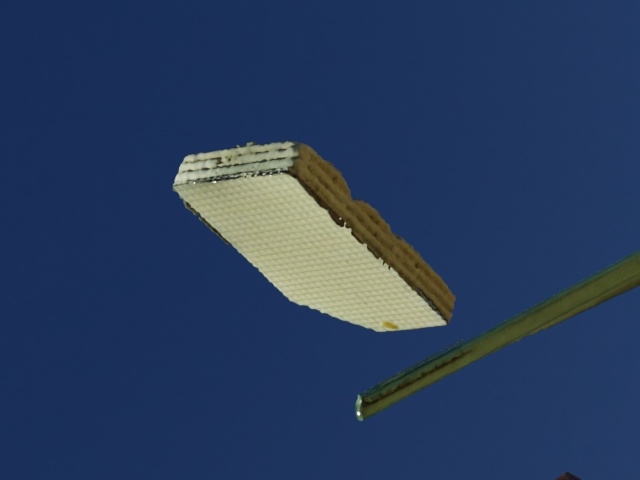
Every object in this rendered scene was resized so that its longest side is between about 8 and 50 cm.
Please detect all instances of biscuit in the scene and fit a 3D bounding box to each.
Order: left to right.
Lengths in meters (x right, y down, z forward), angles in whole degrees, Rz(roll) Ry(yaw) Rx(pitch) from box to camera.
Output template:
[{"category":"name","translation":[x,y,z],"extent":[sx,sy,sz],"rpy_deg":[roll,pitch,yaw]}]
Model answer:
[{"category":"biscuit","translation":[0.000,0.000,1.535],"extent":[0.252,0.150,0.052],"rpy_deg":[44,-125,-35]}]

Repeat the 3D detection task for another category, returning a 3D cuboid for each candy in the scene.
[{"category":"candy","translation":[0.164,0.033,1.039],"extent":[0.335,0.092,0.093],"rpy_deg":[-25,-26,-18]}]

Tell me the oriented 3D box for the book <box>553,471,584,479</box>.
[{"category":"book","translation":[0.190,0.400,1.923],"extent":[0.374,0.262,0.028],"rpy_deg":[-31,-72,-12]}]
